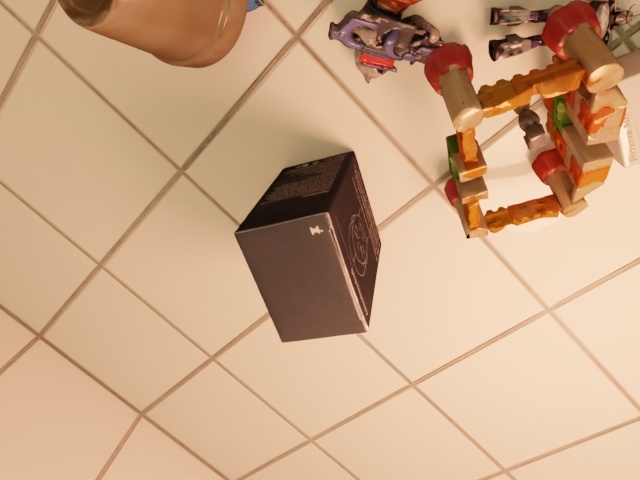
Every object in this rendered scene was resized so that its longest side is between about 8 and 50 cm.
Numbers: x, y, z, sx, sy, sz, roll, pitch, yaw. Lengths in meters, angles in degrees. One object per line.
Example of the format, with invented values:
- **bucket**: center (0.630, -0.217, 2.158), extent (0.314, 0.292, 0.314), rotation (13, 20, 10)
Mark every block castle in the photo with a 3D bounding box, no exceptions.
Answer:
- **block castle**: center (0.395, -0.220, 0.940), extent (0.302, 0.213, 0.453), rotation (-15, 145, 12)

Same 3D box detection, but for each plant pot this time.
- **plant pot**: center (-0.354, -0.516, 0.927), extent (0.322, 0.280, 0.324), rotation (11, 113, 26)

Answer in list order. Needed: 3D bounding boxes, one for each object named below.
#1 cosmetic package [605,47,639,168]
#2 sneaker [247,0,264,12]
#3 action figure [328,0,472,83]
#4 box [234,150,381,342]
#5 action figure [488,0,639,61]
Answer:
- **cosmetic package**: center (0.758, -0.314, 0.917), extent (0.365, 0.155, 0.197), rotation (-21, 114, 21)
- **sneaker**: center (-0.185, -0.541, 1.050), extent (0.209, 0.069, 0.082), rotation (-35, 110, 26)
- **action figure**: center (0.188, -0.488, 0.980), extent (0.341, 0.179, 0.330), rotation (11, 131, -25)
- **box**: center (0.000, 0.000, 1.113), extent (0.211, 0.396, 0.294), rotation (-11, 115, 17)
- **action figure**: center (0.496, -0.435, 0.943), extent (0.284, 0.099, 0.186), rotation (-4, 112, 11)
